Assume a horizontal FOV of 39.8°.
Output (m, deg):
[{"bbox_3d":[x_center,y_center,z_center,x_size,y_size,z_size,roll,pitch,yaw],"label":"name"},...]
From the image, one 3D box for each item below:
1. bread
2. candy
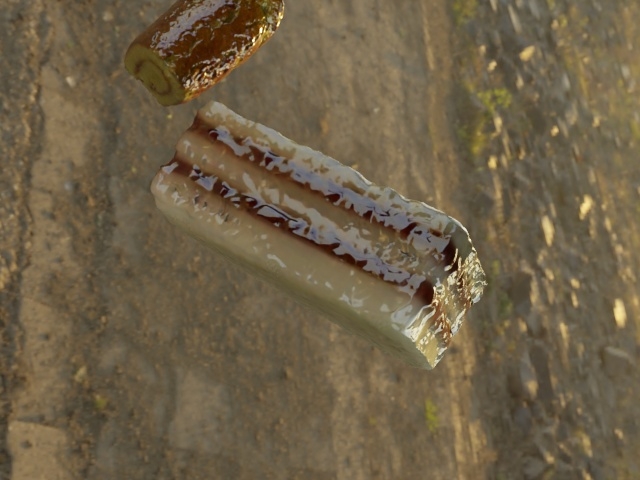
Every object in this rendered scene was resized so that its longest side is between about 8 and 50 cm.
[{"bbox_3d":[-0.134,-0.239,1.035,0.172,0.132,0.103,-43,103,-20],"label":"bread"},{"bbox_3d":[0.000,0.000,0.912,0.135,0.320,0.179,-58,159,-8],"label":"candy"}]
